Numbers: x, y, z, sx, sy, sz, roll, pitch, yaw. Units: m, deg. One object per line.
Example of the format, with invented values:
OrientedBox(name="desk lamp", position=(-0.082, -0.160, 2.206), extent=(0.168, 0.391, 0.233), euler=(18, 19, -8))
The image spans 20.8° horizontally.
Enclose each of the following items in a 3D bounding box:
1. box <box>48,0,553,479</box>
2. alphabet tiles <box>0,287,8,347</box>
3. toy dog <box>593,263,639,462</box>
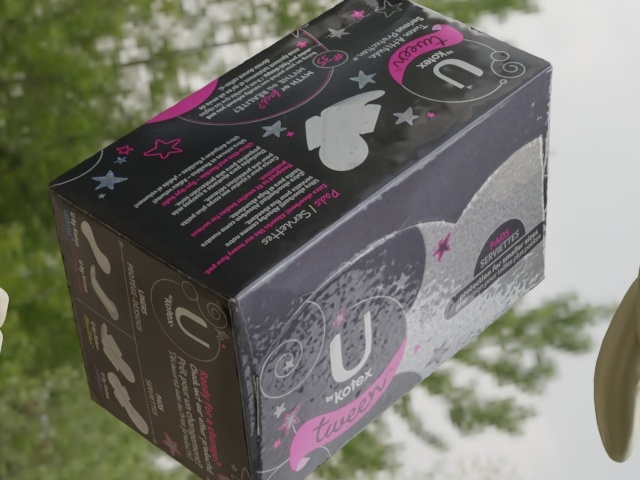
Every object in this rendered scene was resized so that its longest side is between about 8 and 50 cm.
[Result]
OrientedBox(name="box", position=(0.000, 0.000, 0.949), extent=(0.142, 0.247, 0.163), euler=(30, -39, 35))
OrientedBox(name="alphabet tiles", position=(-0.414, 0.070, 1.493), extent=(0.284, 0.278, 0.021), euler=(-95, -161, -56))
OrientedBox(name="toy dog", position=(0.324, 0.141, 0.950), extent=(0.284, 0.395, 0.408), euler=(24, 51, -51))
